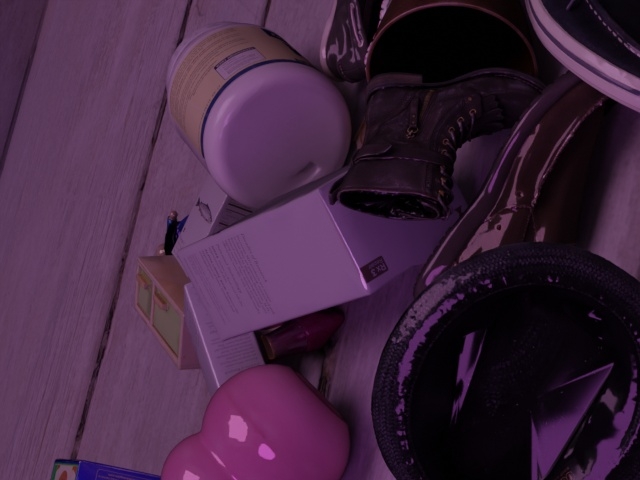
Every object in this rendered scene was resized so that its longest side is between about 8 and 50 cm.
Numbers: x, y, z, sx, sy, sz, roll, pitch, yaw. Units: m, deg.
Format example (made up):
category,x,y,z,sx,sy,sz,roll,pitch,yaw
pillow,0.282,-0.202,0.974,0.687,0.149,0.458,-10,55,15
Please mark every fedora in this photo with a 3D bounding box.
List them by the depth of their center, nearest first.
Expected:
category,x,y,z,sx,sy,sz,roll,pitch,yaw
fedora,0.215,0.146,1.460,0.334,0.334,0.152,-61,0,17

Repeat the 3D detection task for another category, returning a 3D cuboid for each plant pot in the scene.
category,x,y,z,sx,sy,sz,roll,pitch,yaw
plant pot,0.177,-0.289,1.807,0.215,0.215,0.230,-44,25,39

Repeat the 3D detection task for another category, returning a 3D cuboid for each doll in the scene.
category,x,y,z,sx,sy,sz,roll,pitch,yaw
doll,-0.249,0.004,2.494,0.189,0.046,0.129,-27,68,53

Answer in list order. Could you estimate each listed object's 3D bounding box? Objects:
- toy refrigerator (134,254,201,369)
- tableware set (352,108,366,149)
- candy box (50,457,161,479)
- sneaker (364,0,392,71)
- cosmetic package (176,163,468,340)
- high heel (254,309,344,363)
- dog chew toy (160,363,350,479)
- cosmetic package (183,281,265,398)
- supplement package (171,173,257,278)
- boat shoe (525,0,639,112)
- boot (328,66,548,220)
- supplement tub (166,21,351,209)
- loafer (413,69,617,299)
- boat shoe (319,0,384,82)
category,x,y,z,sx,sy,sz,roll,pitch,yaw
toy refrigerator,-0.242,0.118,2.339,0.269,0.094,0.102,-138,50,-59
tableware set,0.099,-0.167,2.029,0.141,0.020,0.168,-55,32,26
candy box,-0.288,0.506,2.039,0.122,0.268,0.317,-17,59,60
sneaker,0.125,-0.310,2.030,0.075,0.063,0.170,1,59,37
cosmetic package,0.000,0.000,1.865,0.385,0.217,0.156,-24,95,53
high heel,-0.044,0.131,2.081,0.244,0.117,0.082,159,91,-78
dog chew toy,-0.118,0.326,1.854,0.332,0.206,0.206,-46,31,0
cosmetic package,-0.135,0.175,2.061,0.117,0.085,0.231,99,151,-62
supplement package,-0.155,-0.021,2.289,0.179,0.105,0.105,-63,29,13
boat shoe,0.333,-0.302,1.547,0.156,0.187,0.500,-58,26,33
boot,0.151,-0.105,1.664,0.229,0.263,0.091,-80,-14,-45
supplement tub,-0.110,-0.210,2.191,0.235,0.235,0.325,-63,30,14
loafer,0.257,-0.043,1.614,0.130,0.134,0.366,36,105,17
boat shoe,0.076,-0.406,2.137,0.095,0.112,0.335,-3,76,41
